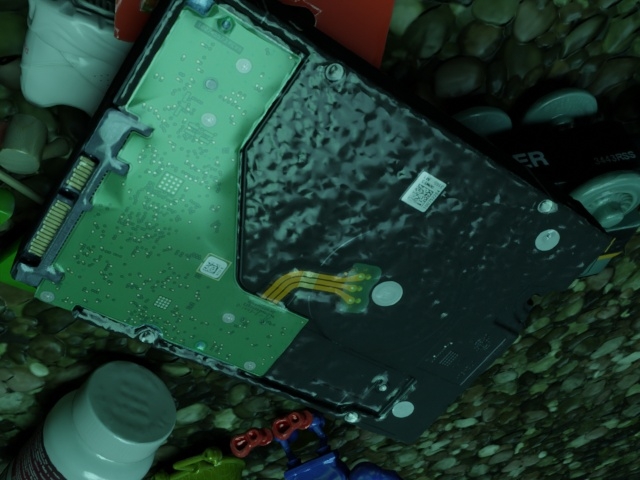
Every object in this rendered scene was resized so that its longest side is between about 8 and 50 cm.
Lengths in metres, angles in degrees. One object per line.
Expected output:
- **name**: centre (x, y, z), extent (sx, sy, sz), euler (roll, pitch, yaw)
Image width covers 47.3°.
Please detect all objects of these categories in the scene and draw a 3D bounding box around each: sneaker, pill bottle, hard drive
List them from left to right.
- **pill bottle**: centre (-0.253, 0.234, 0.782), extent (0.121, 0.121, 0.221), euler (20, 124, -37)
- **sneaker**: centre (-0.100, -0.107, 0.526), extent (0.232, 0.090, 0.115), euler (18, 133, -24)
- **hard drive**: centre (0.000, 0.000, 0.502), extent (0.339, 0.064, 0.237), euler (26, 115, -26)

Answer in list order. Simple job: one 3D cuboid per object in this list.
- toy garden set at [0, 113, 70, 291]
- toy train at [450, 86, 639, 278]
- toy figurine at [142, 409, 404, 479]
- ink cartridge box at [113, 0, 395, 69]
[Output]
- **toy garden set**: centre (-0.216, -0.032, 0.547), extent (0.244, 0.049, 0.203), euler (28, 140, -37)
- **toy train**: centre (0.142, -0.021, 0.671), extent (0.333, 0.142, 0.190), euler (-11, 147, -11)
- **toy figurine**: centre (-0.023, 0.325, 0.857), extent (0.362, 0.217, 0.191), euler (-24, 161, 3)
- **ink cartridge box**: centre (-0.011, -0.215, 0.409), extent (0.189, 0.066, 0.232), euler (1, 110, -24)
